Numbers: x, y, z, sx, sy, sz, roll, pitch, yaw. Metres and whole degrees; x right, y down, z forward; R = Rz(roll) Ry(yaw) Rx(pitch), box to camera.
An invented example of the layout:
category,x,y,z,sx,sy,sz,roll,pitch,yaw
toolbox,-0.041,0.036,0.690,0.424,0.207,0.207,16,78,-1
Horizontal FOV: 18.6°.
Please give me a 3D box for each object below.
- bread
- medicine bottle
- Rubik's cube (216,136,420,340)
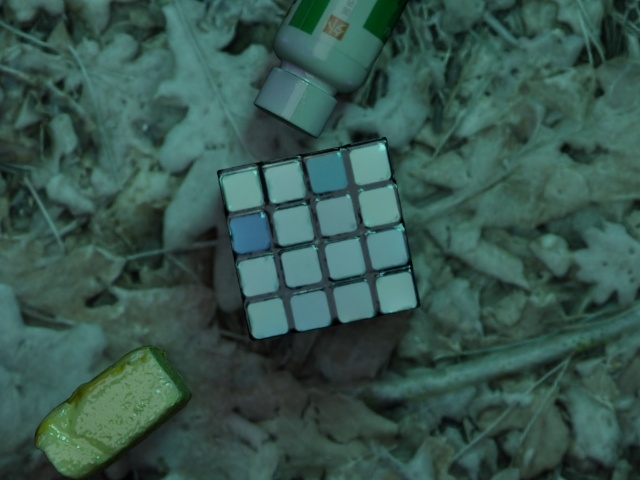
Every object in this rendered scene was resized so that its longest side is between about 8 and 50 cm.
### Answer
category,x,y,z,sx,sy,sz,roll,pitch,yaw
bread,-0.179,0.148,1.705,0.125,0.188,0.068,-39,87,-2
medicine bottle,0.029,-0.220,1.760,0.095,0.095,0.260,30,88,2
Rubik's cube,0.000,0.000,1.727,0.155,0.151,0.154,-12,89,0
